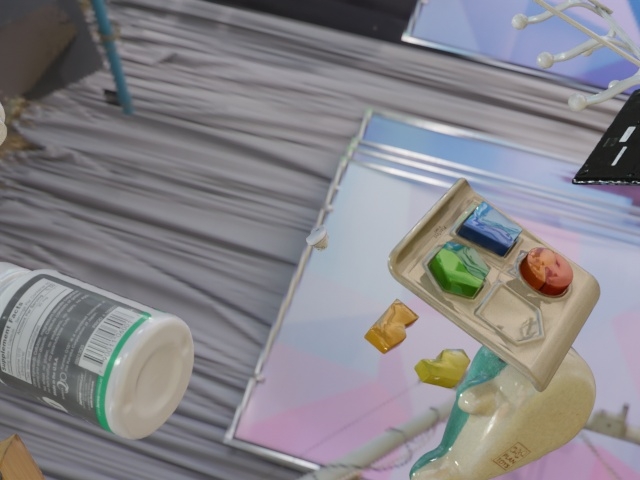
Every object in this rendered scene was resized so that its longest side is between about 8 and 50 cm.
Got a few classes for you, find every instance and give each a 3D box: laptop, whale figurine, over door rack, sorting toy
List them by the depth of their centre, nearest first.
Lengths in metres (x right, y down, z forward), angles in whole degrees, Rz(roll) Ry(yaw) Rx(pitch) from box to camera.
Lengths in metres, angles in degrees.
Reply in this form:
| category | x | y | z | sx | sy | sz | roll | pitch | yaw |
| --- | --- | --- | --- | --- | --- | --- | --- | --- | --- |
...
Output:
| category | x | y | z | sx | sy | sz | roll | pitch | yaw |
| --- | --- | --- | --- | --- | --- | --- | --- | --- | --- |
| sorting toy | 0.189 | 0.063 | 1.114 | 0.307 | 0.229 | 0.041 | -44 | -9 | -45 |
| over door rack | 0.277 | -0.273 | 1.178 | 0.108 | 0.324 | 0.239 | -43 | 33 | 21 |
| whale figurine | 0.227 | 0.227 | 1.292 | 0.272 | 0.141 | 0.216 | -44 | -47 | 9 |
| laptop | 0.588 | -0.128 | 1.572 | 0.234 | 0.264 | 0.136 | -51 | -60 | -23 |

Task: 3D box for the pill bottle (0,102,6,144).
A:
| category | x | y | z | sx | sy | sz | roll | pitch | yaw |
| --- | --- | --- | --- | --- | --- | --- | --- | --- | --- |
| pill bottle | -0.785 | -0.298 | 2.205 | 0.124 | 0.221 | 0.124 | -24 | -37 | -20 |

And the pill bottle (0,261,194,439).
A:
| category | x | y | z | sx | sy | sz | roll | pitch | yaw |
| --- | --- | --- | --- | --- | --- | --- | --- | --- | --- |
| pill bottle | -0.402 | 0.164 | 1.572 | 0.204 | 0.361 | 0.204 | -43 | -38 | -46 |

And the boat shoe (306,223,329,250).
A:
| category | x | y | z | sx | sy | sz | roll | pitch | yaw |
| --- | --- | --- | --- | --- | --- | --- | --- | --- | --- |
| boat shoe | 0.000 | 0.000 | 1.632 | 0.035 | 0.035 | 0.100 | 61 | -173 | -8 |

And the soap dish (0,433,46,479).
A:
| category | x | y | z | sx | sy | sz | roll | pitch | yaw |
| --- | --- | --- | --- | --- | --- | --- | --- | --- | --- |
| soap dish | -0.514 | 0.493 | 1.564 | 0.229 | 0.291 | 0.118 | -31 | 2 | 1 |
